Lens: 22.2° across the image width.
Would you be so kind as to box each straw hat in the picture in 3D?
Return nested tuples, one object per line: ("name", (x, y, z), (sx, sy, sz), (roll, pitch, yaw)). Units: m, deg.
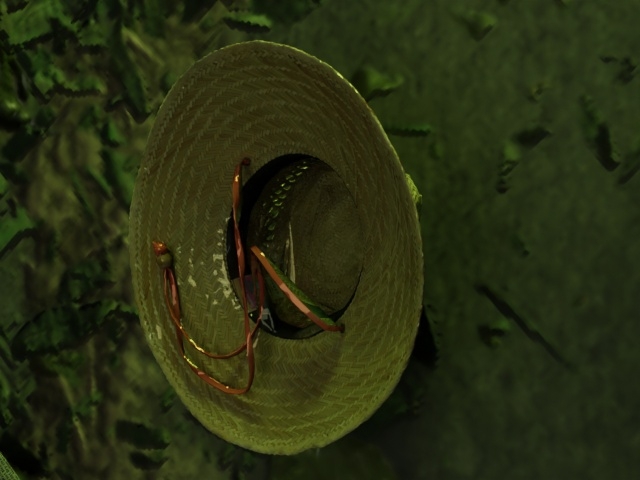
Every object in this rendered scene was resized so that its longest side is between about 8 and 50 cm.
("straw hat", (0.000, 0.000, 0.560), (0.144, 0.061, 0.144), (10, 105, 43))

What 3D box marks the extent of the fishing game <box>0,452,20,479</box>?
("fishing game", (-0.189, 0.142, 0.680), (0.189, 0.041, 0.264), (-28, 84, 27))
